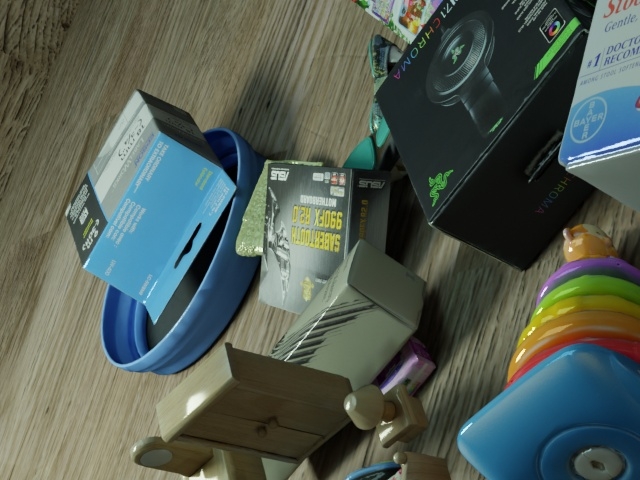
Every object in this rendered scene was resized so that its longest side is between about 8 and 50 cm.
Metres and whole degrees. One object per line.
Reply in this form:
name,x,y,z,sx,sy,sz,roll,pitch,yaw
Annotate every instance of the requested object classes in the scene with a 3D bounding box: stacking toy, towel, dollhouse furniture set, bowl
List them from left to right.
bowl,-0.200,0.021,2.014,0.391,0.077,0.391,-42,33,36
towel,-0.052,-0.043,1.822,0.110,0.027,0.148,7,71,37
dollhouse furniture set,-0.035,0.294,1.255,0.303,0.174,0.355,-43,46,31
stacking toy,0.232,0.081,1.123,0.166,0.175,0.302,-44,18,33

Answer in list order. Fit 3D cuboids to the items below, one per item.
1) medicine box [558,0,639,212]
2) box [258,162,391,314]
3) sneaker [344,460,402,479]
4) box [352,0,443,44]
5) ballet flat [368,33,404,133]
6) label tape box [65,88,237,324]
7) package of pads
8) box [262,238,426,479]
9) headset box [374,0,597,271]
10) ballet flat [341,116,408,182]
medicine box,0.360,-0.180,1.091,0.263,0.149,0.289,-15,55,57
box,0.000,0.000,1.623,0.231,0.056,0.183,12,98,63
sneaker,0.036,0.299,1.363,0.188,0.067,0.078,-54,49,16
box,0.137,-0.374,1.565,0.201,0.057,0.293,44,134,36
ballet flat,0.098,-0.198,1.700,0.070,0.070,0.188,-41,36,38
label tape box,-0.262,-0.061,1.996,0.240,0.106,0.334,-59,26,11
package of pads,0.084,0.146,1.430,0.083,0.032,0.050,-54,27,18
box,-0.001,0.138,1.479,0.275,0.094,0.113,-53,8,27
headset box,0.200,-0.144,1.371,0.246,0.131,0.283,-52,29,24
ballet flat,0.086,-0.108,1.606,0.203,0.074,0.074,125,156,-46
